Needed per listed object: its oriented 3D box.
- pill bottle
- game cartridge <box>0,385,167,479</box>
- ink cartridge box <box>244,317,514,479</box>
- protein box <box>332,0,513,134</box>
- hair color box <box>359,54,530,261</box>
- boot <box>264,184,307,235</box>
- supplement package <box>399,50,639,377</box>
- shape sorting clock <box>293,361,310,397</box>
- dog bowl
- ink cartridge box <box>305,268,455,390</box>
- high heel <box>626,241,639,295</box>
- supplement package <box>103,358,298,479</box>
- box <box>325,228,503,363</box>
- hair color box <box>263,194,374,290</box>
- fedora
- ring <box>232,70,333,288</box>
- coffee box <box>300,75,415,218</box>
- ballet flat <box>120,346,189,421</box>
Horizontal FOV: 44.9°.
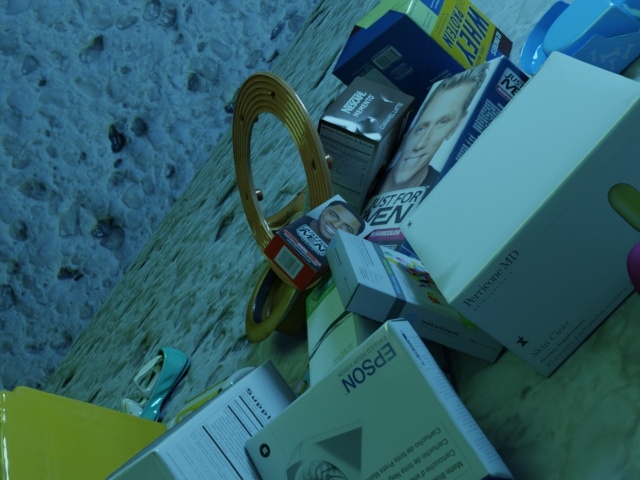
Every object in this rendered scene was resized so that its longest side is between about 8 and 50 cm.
[{"bbox_3d":[-0.150,0.282,1.184,0.208,0.119,0.119,-36,27,40],"label":"pill bottle"},{"bbox_3d":[-0.294,0.354,1.009,0.052,0.285,0.324,-44,44,18],"label":"game cartridge"},{"bbox_3d":[0.056,0.226,0.724,0.223,0.045,0.224,-45,66,24],"label":"ink cartridge box"},{"bbox_3d":[0.169,-0.304,1.295,0.199,0.201,0.136,-27,33,51],"label":"protein box"},{"bbox_3d":[0.164,-0.077,1.085,0.347,0.105,0.174,-60,21,-17],"label":"hair color box"},{"bbox_3d":[-0.047,-0.065,1.584,0.197,0.073,0.152,6,63,53],"label":"boot"},{"bbox_3d":[0.238,-0.036,0.801,0.262,0.145,0.204,-50,20,12],"label":"supplement package"},{"bbox_3d":[0.009,0.184,1.080,0.206,0.040,0.206,-51,14,17],"label":"shape sorting clock"},{"bbox_3d":[0.393,-0.308,0.996,0.297,0.074,0.166,-46,22,23],"label":"dog bowl"},{"bbox_3d":[0.067,0.134,0.894,0.087,0.153,0.208,-49,20,21],"label":"ink cartridge box"},{"bbox_3d":[0.273,0.121,0.483,0.181,0.127,0.377,-42,24,2],"label":"high heel"},{"bbox_3d":[-0.119,0.282,0.847,0.177,0.175,0.293,-38,-4,18],"label":"supplement package"},{"bbox_3d":[0.104,0.060,0.877,0.038,0.186,0.145,-62,17,18],"label":"box"},{"bbox_3d":[0.000,0.000,0.979,0.141,0.072,0.043,-35,-13,-50],"label":"hair color box"},{"bbox_3d":[-0.054,0.096,1.325,0.194,0.079,0.194,-46,27,31],"label":"fedora"},{"bbox_3d":[-0.056,-0.090,1.190,0.032,0.337,0.336,-16,6,-25],"label":"ring"},{"bbox_3d":[0.051,-0.106,1.194,0.141,0.098,0.247,-54,-16,-44],"label":"coffee box"},{"bbox_3d":[-0.368,0.332,1.627,0.083,0.087,0.247,-18,41,57],"label":"ballet flat"}]
